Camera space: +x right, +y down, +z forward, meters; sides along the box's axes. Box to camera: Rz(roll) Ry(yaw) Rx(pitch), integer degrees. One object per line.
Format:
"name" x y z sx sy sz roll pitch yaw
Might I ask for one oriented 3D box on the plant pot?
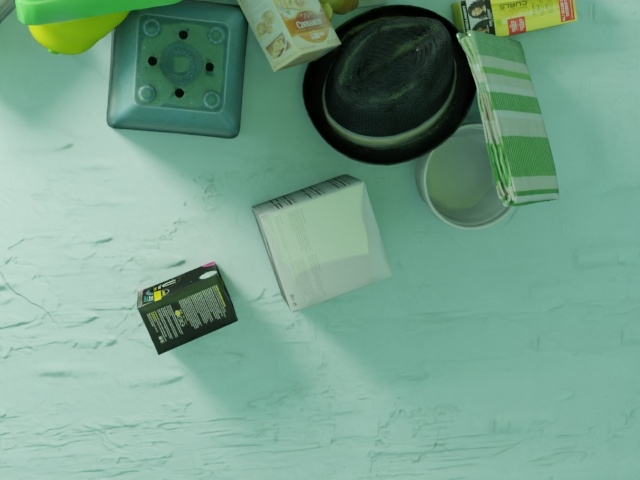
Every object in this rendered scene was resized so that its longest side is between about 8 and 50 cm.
"plant pot" -0.241 -0.301 1.472 0.247 0.252 0.247 4 99 -12

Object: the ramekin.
"ramekin" 0.283 -0.129 1.677 0.207 0.109 0.207 -2 100 -11

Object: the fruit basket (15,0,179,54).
"fruit basket" -0.332 -0.433 1.270 0.283 0.392 0.392 -9 102 -1

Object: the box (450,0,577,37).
"box" 0.375 -0.441 1.664 0.232 0.058 0.087 -13 101 -9

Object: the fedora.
"fedora" 0.130 -0.303 1.549 0.334 0.152 0.334 0 80 1

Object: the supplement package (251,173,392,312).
"supplement package" 0.000 0.000 1.624 0.203 0.149 0.194 -19 103 -7

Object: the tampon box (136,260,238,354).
"tampon box" -0.251 0.123 1.613 0.161 0.120 0.101 -23 104 -6

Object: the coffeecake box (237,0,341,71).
"coffeecake box" -0.063 -0.393 1.458 0.068 0.142 0.185 -26 94 36

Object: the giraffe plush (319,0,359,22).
"giraffe plush" 0.043 -0.472 1.528 0.210 0.181 0.170 31 115 -24

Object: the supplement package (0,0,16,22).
"supplement package" -0.649 -0.456 1.420 0.204 0.145 0.262 -46 105 0

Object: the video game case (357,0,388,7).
"video game case" 0.003 -0.530 1.594 0.227 0.026 0.206 -10 102 -8

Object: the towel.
"towel" 0.356 -0.225 1.595 0.038 0.248 0.325 -19 83 36
